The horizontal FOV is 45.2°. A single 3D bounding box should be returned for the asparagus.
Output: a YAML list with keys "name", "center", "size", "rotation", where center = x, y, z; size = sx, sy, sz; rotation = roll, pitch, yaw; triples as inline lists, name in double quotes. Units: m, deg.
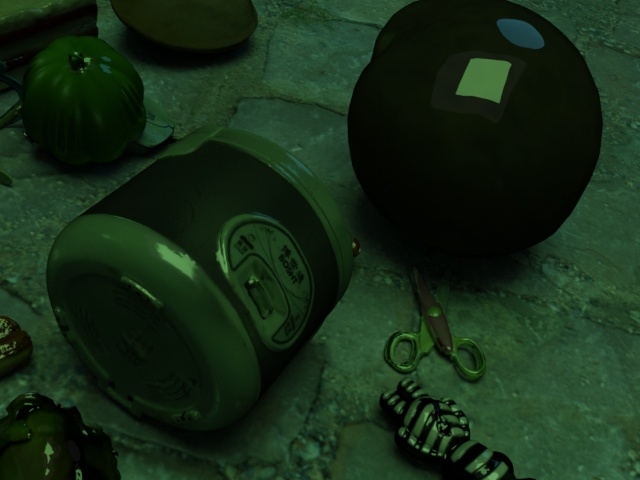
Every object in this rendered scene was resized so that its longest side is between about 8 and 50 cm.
- name: "asparagus"
  center: [-0.210, 0.313, 0.670]
  size: [0.108, 0.128, 0.382]
  rotation: [-32, 54, 6]

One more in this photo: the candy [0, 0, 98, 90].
- name: "candy"
  center: [-0.526, -0.339, 1.222]
  size: [0.179, 0.135, 0.320]
  rotation: [36, 46, 21]

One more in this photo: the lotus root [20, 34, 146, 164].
- name: "lotus root"
  center: [-0.329, -0.213, 1.052]
  size: [0.186, 0.186, 0.186]
  rotation: [8, 45, -8]

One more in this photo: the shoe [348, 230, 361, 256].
- name: "shoe"
  center: [-0.002, -0.003, 1.072]
  size: [0.109, 0.069, 0.072]
  rotation: [-8, 85, -8]

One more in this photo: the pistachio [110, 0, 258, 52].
- name: "pistachio"
  center: [-0.238, -0.414, 1.366]
  size: [0.260, 0.163, 0.213]
  rotation: [17, 63, -17]

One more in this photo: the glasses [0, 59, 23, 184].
- name: "glasses"
  center: [-0.527, -0.139, 1.077]
  size: [0.239, 0.102, 0.207]
  rotation: [-6, 76, -22]

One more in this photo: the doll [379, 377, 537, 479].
- name: "doll"
  center: [0.155, 0.244, 0.872]
  size: [0.091, 0.067, 0.219]
  rotation: [-27, 52, -31]

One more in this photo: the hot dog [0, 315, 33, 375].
- name: "hot dog"
  center: [-0.396, 0.137, 0.843]
  size: [0.165, 0.045, 0.071]
  rotation: [-28, 57, -36]

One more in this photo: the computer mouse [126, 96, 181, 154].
- name: "computer mouse"
  center: [-0.326, -0.193, 1.174]
  size: [0.228, 0.068, 0.113]
  rotation: [8, 46, -7]

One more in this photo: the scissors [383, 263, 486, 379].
- name: "scissors"
  center: [0.152, 0.105, 1.040]
  size: [0.133, 0.020, 0.187]
  rotation: [7, 46, -2]

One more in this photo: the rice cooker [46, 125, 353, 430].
- name: "rice cooker"
  center: [-0.122, 0.039, 0.858]
  size: [0.288, 0.288, 0.277]
  rotation: [30, 45, 15]

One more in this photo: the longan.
- name: "longan"
  center: [0.217, -0.167, 1.095]
  size: [0.404, 0.336, 0.405]
  rotation: [18, 53, -25]
